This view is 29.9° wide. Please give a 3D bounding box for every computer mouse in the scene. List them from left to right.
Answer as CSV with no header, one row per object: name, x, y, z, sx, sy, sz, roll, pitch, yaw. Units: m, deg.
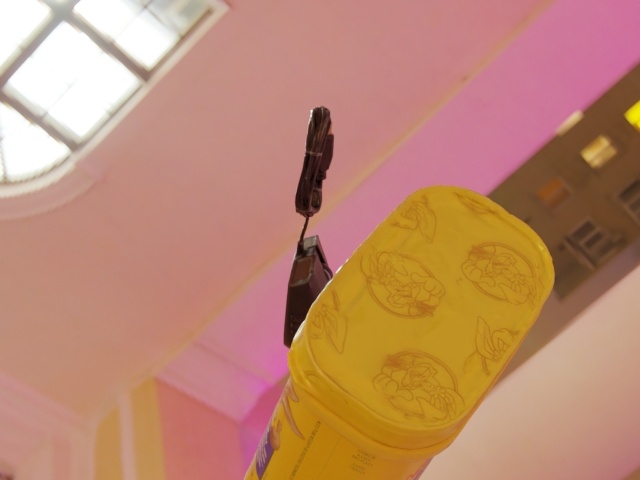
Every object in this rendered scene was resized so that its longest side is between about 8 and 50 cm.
computer mouse,0.000,0.000,0.936,0.041,0.242,0.071,10,-136,5

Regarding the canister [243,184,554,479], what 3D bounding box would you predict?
canister,0.024,0.073,0.525,0.073,0.170,0.126,34,-130,10
